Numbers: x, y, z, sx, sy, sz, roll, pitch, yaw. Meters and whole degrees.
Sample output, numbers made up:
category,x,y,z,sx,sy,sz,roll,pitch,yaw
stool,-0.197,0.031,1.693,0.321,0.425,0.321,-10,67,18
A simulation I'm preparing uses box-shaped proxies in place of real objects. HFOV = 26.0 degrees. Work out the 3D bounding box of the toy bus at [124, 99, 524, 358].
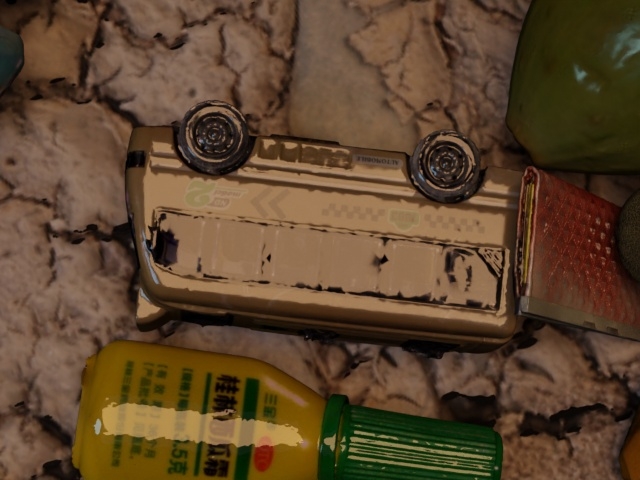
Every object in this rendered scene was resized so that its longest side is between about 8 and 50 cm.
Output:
category,x,y,z,sx,sy,sz,roll,pitch,yaw
toy bus,0.000,0.000,1.004,0.290,0.139,0.157,7,80,-5

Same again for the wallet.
category,x,y,z,sx,sy,sz,roll,pitch,yaw
wallet,0.192,0.014,1.003,0.020,0.196,0.103,-2,80,36

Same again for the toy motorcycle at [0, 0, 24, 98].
category,x,y,z,sx,sy,sz,roll,pitch,yaw
toy motorcycle,-0.381,-0.179,0.986,0.416,0.172,0.232,-2,74,-13

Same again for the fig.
category,x,y,z,sx,sy,sz,roll,pitch,yaw
fig,0.244,-0.151,1.015,0.230,0.207,0.207,-9,81,3

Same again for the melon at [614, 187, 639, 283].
category,x,y,z,sx,sy,sz,roll,pitch,yaw
melon,0.279,-0.002,0.999,0.131,0.098,0.098,6,79,13

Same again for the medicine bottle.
category,x,y,z,sx,sy,sz,roll,pitch,yaw
medicine bottle,-0.022,0.143,1.008,0.309,0.076,0.111,8,81,-4

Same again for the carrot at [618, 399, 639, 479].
category,x,y,z,sx,sy,sz,roll,pitch,yaw
carrot,0.309,0.048,1.055,0.066,0.066,0.314,26,78,0
